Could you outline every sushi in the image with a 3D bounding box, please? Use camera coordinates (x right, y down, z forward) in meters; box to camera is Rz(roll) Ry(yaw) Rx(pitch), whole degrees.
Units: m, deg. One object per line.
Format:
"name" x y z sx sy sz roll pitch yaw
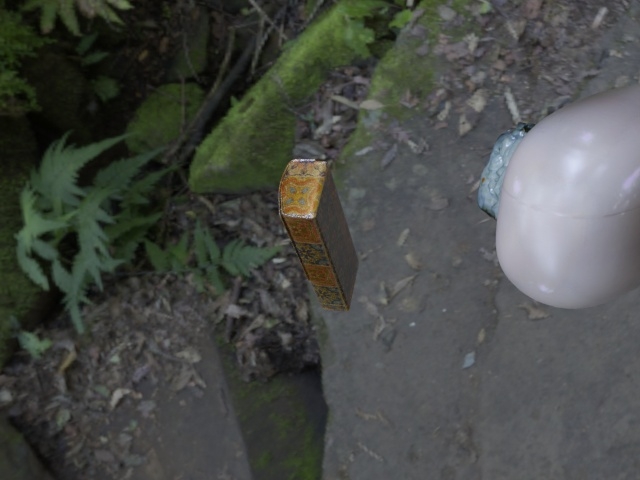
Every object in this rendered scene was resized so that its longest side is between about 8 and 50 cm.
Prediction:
"sushi" 0.268 -0.049 0.834 0.124 0.127 0.225 -70 19 4

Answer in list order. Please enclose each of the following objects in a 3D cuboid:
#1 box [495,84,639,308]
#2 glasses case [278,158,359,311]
"box" 0.204 -0.032 0.540 0.088 0.200 0.146 30 128 42
"glasses case" 0.000 0.000 0.908 0.049 0.218 0.075 5 60 16
